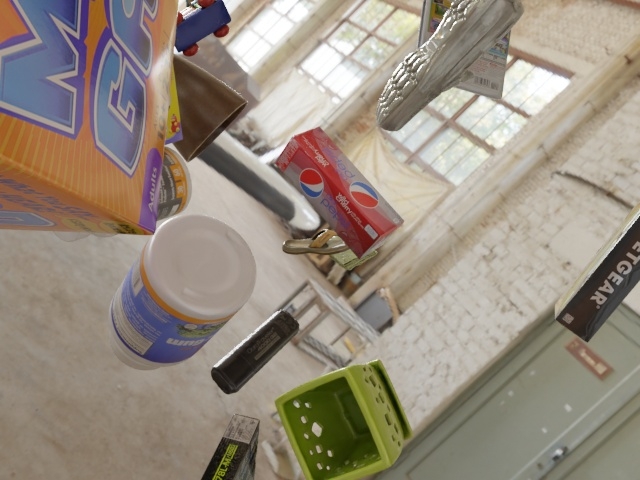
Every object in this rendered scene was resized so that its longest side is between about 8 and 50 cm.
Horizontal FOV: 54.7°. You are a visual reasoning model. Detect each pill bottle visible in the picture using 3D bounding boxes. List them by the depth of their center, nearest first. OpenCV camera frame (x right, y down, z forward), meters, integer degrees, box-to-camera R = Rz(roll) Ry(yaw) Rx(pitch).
[{"bbox_3d":[-0.213,0.091,0.888,0.152,0.272,0.152,17,53,-24],"label":"pill bottle"},{"bbox_3d":[-0.418,-0.098,1.287,0.162,0.162,0.278,47,38,13],"label":"pill bottle"}]

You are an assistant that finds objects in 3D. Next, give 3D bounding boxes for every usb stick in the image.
[{"bbox_3d":[-0.146,0.253,1.437,0.077,0.045,0.278,45,41,6],"label":"usb stick"}]

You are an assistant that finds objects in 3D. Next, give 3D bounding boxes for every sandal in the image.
[{"bbox_3d":[0.000,0.000,1.379,0.072,0.180,0.049,-59,147,-69],"label":"sandal"}]

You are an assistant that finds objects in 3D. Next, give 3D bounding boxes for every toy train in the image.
[{"bbox_3d":[-0.349,-0.507,1.472,0.143,0.248,0.105,50,-9,41],"label":"toy train"}]

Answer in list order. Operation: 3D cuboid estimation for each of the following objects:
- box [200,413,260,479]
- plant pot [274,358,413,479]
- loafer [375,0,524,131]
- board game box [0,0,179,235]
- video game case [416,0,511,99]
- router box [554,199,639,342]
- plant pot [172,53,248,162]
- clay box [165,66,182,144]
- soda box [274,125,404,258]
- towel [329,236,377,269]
[{"bbox_3d":[-0.127,0.353,0.786,0.045,0.184,0.191,13,24,7],"label":"box"},{"bbox_3d":[0.069,0.407,1.419,0.207,0.227,0.228,-4,68,-59],"label":"plant pot"},{"bbox_3d":[0.225,-0.311,1.097,0.111,0.319,0.112,27,32,-29],"label":"loafer"},{"bbox_3d":[-0.335,-0.211,0.462,0.356,0.356,0.356,3,-8,4],"label":"board game box"},{"bbox_3d":[0.283,-0.394,1.212,0.212,0.193,0.023,8,0,-27],"label":"video game case"},{"bbox_3d":[0.622,0.056,1.307,0.081,0.309,0.243,38,13,16],"label":"router box"},{"bbox_3d":[-0.336,-0.348,1.525,0.230,0.215,0.215,44,5,-9],"label":"plant pot"},{"bbox_3d":[-0.358,-0.302,1.269,0.053,0.222,0.127,16,31,32],"label":"clay box"},{"bbox_3d":[0.036,-0.097,1.211,0.263,0.083,0.092,49,44,10],"label":"soda box"},{"bbox_3d":[0.071,0.025,1.666,0.148,0.110,0.027,39,-35,47],"label":"towel"}]
